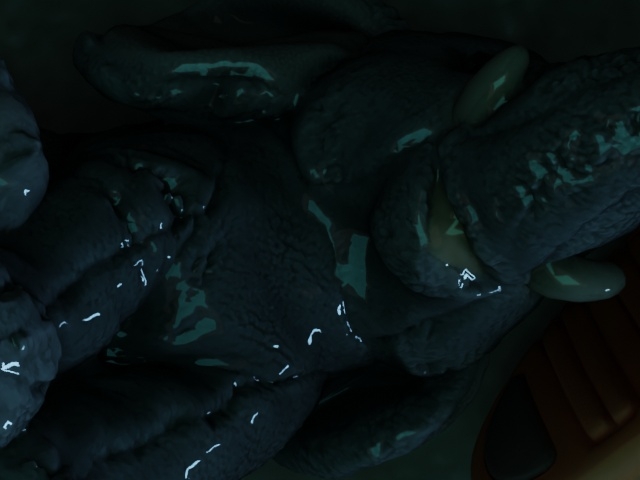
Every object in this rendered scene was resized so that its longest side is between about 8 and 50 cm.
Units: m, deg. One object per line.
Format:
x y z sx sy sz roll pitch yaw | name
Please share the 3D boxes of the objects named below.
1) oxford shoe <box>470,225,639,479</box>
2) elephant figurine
0.214 0.004 0.510 0.364 0.130 0.132 -30 109 9 | oxford shoe
0.000 0.000 0.505 0.239 0.186 0.169 -26 143 -18 | elephant figurine
